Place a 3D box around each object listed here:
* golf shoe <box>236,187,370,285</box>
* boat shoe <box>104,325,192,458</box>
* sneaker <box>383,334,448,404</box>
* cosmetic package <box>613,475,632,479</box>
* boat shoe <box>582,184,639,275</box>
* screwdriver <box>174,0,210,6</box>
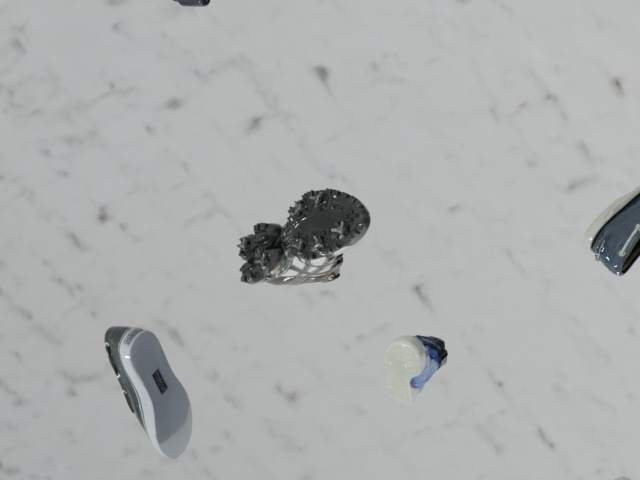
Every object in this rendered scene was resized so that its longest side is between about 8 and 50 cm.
[{"bbox_3d":[0.000,0.000,1.592,0.094,0.198,0.077,15,-113,-36],"label":"golf shoe"},{"bbox_3d":[-0.150,0.130,1.320,0.049,0.040,0.142,-43,-48,-36],"label":"boat shoe"},{"bbox_3d":[0.128,0.146,1.964,0.084,0.058,0.152,-51,-22,-27],"label":"sneaker"},{"bbox_3d":[0.255,0.341,1.346,0.151,0.184,0.151,39,-150,-24],"label":"cosmetic package"},{"bbox_3d":[0.463,-0.057,1.999,0.079,0.254,0.095,48,177,29],"label":"boat shoe"},{"bbox_3d":[-0.203,-0.325,2.001,0.025,0.170,0.024,-36,-57,-28],"label":"screwdriver"}]
